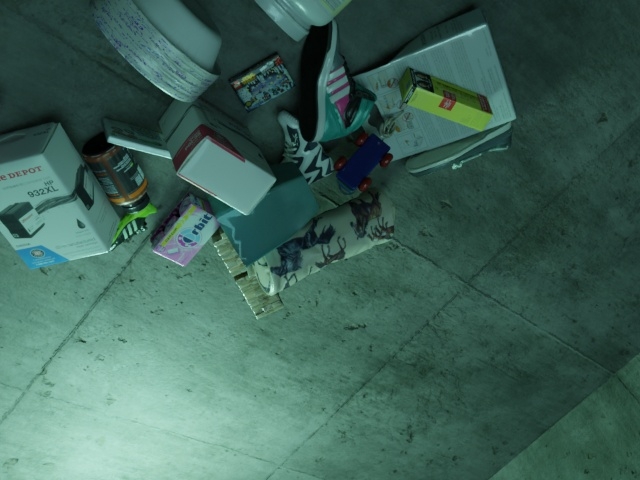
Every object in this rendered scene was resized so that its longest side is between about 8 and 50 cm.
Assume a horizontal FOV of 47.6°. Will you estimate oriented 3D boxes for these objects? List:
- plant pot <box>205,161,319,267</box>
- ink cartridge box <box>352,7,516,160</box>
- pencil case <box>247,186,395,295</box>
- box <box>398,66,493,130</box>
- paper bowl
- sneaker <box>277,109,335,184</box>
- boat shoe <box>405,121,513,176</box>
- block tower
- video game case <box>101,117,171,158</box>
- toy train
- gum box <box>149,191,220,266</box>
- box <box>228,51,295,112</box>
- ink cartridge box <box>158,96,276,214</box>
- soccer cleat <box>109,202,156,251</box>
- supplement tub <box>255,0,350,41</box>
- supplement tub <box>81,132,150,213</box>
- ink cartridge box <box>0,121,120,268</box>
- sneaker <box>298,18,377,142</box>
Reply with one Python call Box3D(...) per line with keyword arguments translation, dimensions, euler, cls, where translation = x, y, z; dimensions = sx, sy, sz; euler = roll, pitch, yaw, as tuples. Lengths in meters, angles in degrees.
Box3D(translation=(-0.136, -0.086, 1.808), dimensions=(0.234, 0.165, 0.165), euler=(-30, 121, -2), cls="plant pot")
Box3D(translation=(0.285, -0.388, 1.896), dimensions=(0.385, 0.091, 0.308), euler=(-18, 133, 16), cls="ink cartridge box")
Box3D(translation=(0.000, 0.000, 1.951), dimensions=(0.410, 0.183, 0.159), euler=(-24, 88, -16), cls="pencil case")
Box3D(translation=(0.312, -0.351, 1.812), dimensions=(0.232, 0.087, 0.058), euler=(17, 131, -17), cls="box")
Box3D(translation=(-0.316, -0.434, 1.490), dimensions=(0.148, 0.284, 0.284), euler=(-41, 128, 13), cls="paper bowl")
Box3D(translation=(-0.074, -0.216, 1.868), dimensions=(0.153, 0.094, 0.235), euler=(-41, 139, 3), cls="sneaker")
Box3D(translation=(0.389, -0.239, 2.005), dimensions=(0.319, 0.116, 0.099), euler=(-26, 127, -5), cls="boat shoe")
Box3D(translation=(-0.209, 0.070, 2.045), dimensions=(0.091, 0.097, 0.335), euler=(-24, 129, -1), cls="block tower")
Box3D(translation=(-0.426, -0.239, 1.694), dimensions=(0.157, 0.143, 0.019), euler=(13, 110, -27), cls="video game case")
Box3D(translation=(0.137, -0.228, 1.924), dimensions=(0.105, 0.143, 0.248), euler=(40, 79, 3), cls="toy train")
Box3D(translation=(-0.360, -0.025, 1.935), dimensions=(0.107, 0.062, 0.188), euler=(30, 112, -35), cls="gum box")
Box3D(translation=(-0.141, -0.382, 1.760), dimensions=(0.137, 0.027, 0.094), euler=(-29, 129, 4), cls="box")
Box3D(translation=(-0.246, -0.212, 1.689), dimensions=(0.207, 0.283, 0.117), euler=(30, 108, -35), cls="ink cartridge box")
Box3D(translation=(-0.496, -0.031, 1.886), dimensions=(0.072, 0.060, 0.179), euler=(31, 109, -37), cls="soccer cleat")
Box3D(translation=(0.001, -0.601, 1.506), dimensions=(0.325, 0.235, 0.235), euler=(-41, 128, 14), cls="supplement tub")
Box3D(translation=(-0.487, -0.159, 1.759), dimensions=(0.106, 0.106, 0.198), euler=(-22, 130, -2), cls="supplement tub")
Box3D(translation=(-0.649, -0.098, 1.699), dimensions=(0.223, 0.129, 0.307), euler=(-11, 131, 12), cls="ink cartridge box")
Box3D(translation=(0.054, -0.383, 1.761), dimensions=(0.178, 0.124, 0.295), euler=(-4, 108, -34), cls="sneaker")
